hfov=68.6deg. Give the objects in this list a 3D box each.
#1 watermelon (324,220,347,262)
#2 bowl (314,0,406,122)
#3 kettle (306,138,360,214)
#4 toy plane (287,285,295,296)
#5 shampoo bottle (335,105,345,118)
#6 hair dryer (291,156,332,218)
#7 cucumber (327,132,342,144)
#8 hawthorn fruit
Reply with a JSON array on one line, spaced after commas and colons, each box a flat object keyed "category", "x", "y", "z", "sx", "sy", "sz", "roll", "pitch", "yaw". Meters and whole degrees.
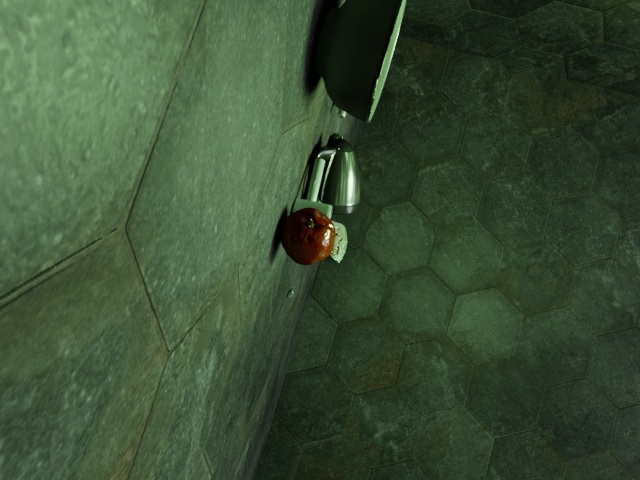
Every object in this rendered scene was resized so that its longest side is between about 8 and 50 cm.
[{"category": "watermelon", "x": 0.000, "y": 0.000, "z": 2.524, "sx": 0.262, "sy": 0.201, "sz": 0.212, "roll": -1, "pitch": -113, "yaw": 49}, {"category": "bowl", "x": 0.097, "y": -0.513, "z": 1.267, "sx": 0.354, "sy": 0.185, "sz": 0.353, "roll": 16, "pitch": 90, "yaw": -86}, {"category": "kettle", "x": 0.041, "y": -0.255, "z": 1.790, "sx": 0.207, "sy": 0.251, "sz": 0.270, "roll": -133, "pitch": -134, "yaw": -59}, {"category": "toy plane", "x": -0.136, "y": 0.246, "z": 2.206, "sx": 0.078, "sy": 0.031, "sz": 0.083, "roll": -61, "pitch": -177, "yaw": 22}, {"category": "shampoo bottle", "x": 0.122, "y": -0.621, "z": 1.850, "sx": 0.092, "sy": 0.092, "sz": 0.303, "roll": 89, "pitch": 18, "yaw": -76}, {"category": "hair dryer", "x": -0.012, "y": -0.177, "z": 1.612, "sx": 0.073, "sy": 0.131, "sz": 0.236, "roll": 88, "pitch": 13, "yaw": -75}, {"category": "cucumber", "x": 0.047, "y": -0.381, "z": 2.022, "sx": 0.058, "sy": 0.058, "sz": 0.187, "roll": 98, "pitch": 9, "yaw": -64}, {"category": "hawthorn fruit", "x": -0.035, "y": -0.023, "z": 1.457, "sx": 0.200, "sy": 0.179, "sz": 0.179, "roll": 109, "pitch": 0, "yaw": -58}]
